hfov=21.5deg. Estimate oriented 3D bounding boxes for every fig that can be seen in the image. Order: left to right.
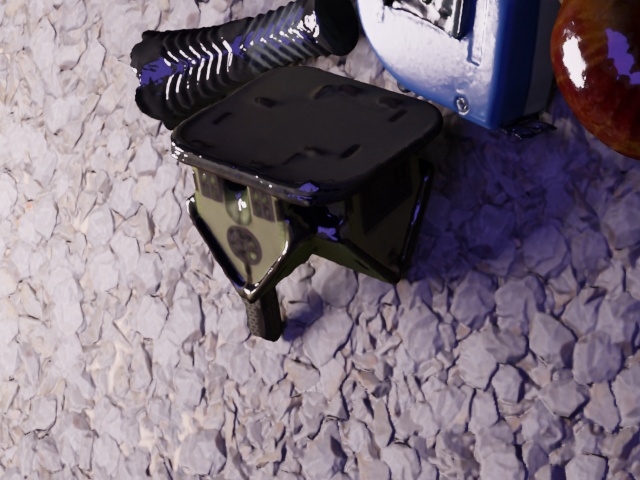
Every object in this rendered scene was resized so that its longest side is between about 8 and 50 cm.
[{"bbox_3d":[0.284,-0.156,1.400,0.205,0.205,0.205,-3,85,39],"label":"fig"}]

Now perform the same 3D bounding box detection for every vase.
[{"bbox_3d":[-0.076,-0.197,1.747,0.237,0.115,0.115,-16,77,32],"label":"vase"}]

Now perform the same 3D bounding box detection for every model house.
[{"bbox_3d":[0.000,0.000,1.648,0.218,0.205,0.278,20,132,36],"label":"model house"}]

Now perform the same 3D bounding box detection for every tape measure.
[{"bbox_3d":[0.138,-0.283,1.509,0.215,0.098,0.351,29,125,38],"label":"tape measure"}]
